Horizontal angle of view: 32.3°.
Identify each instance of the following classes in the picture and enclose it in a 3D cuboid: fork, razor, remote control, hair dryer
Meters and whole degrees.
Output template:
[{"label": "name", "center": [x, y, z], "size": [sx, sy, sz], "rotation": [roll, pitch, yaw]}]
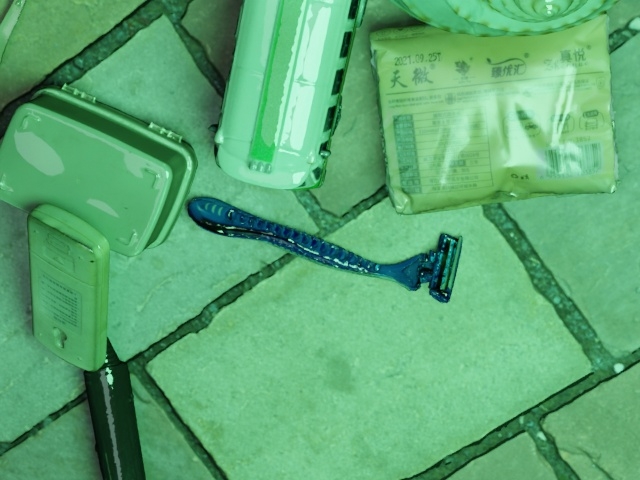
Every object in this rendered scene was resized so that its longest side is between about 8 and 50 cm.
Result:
[{"label": "fork", "center": [-0.332, -0.290, 1.262], "size": [0.034, 0.028, 0.219], "rotation": [26, 109, -10]}, {"label": "razor", "center": [0.000, 0.008, 1.296], "size": [0.324, 0.093, 0.056], "rotation": [13, 140, 5]}, {"label": "remote control", "center": [-0.284, 0.057, 1.244], "size": [0.098, 0.038, 0.233], "rotation": [29, 139, 13]}, {"label": "hair dryer", "center": [-0.265, 0.273, 1.371], "size": [0.189, 0.107, 0.352], "rotation": [-8, 96, 9]}]

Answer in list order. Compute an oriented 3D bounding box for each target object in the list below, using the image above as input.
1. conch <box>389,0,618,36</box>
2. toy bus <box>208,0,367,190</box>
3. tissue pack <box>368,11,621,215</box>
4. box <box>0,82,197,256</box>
[{"label": "conch", "center": [0.179, -0.315, 1.092], "size": [0.302, 0.319, 0.215], "rotation": [-14, 122, 16]}, {"label": "toy bus", "center": [-0.035, -0.188, 1.188], "size": [0.133, 0.165, 0.276], "rotation": [13, 104, 3]}, {"label": "tissue pack", "center": [0.190, -0.138, 1.204], "size": [0.256, 0.123, 0.215], "rotation": [-7, 102, 6]}, {"label": "box", "center": [-0.255, -0.079, 1.251], "size": [0.210, 0.129, 0.148], "rotation": [24, 104, -1]}]
